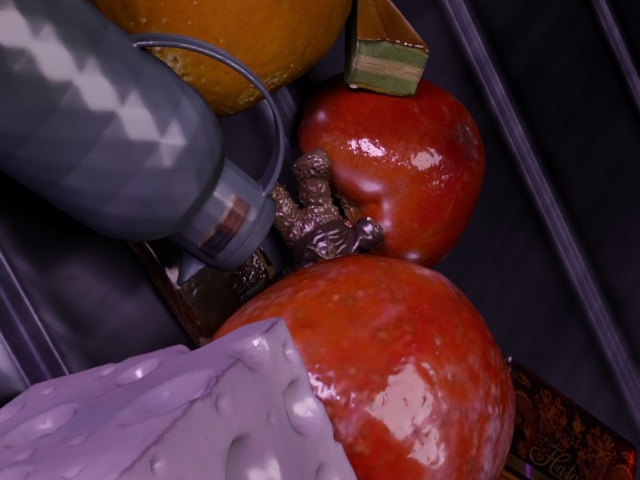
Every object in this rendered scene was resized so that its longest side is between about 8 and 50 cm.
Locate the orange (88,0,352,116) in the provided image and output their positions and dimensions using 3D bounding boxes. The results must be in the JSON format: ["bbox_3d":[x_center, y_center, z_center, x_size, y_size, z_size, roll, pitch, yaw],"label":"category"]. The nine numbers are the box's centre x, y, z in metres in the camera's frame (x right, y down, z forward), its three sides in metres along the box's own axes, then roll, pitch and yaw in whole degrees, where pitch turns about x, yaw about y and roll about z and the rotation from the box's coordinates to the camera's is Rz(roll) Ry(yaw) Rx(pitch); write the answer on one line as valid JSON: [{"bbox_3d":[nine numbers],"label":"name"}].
[{"bbox_3d":[-0.075,-0.272,0.932,0.262,0.196,0.334,69,29,-21],"label":"orange"}]

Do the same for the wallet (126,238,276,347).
[{"bbox_3d":[-0.131,-0.028,0.893,0.122,0.031,0.232,-44,107,-39],"label":"wallet"}]

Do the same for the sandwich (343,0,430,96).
[{"bbox_3d":[0.066,-0.216,1.007,0.074,0.074,0.116,6,56,-8],"label":"sandwich"}]

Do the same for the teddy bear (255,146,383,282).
[{"bbox_3d":[-0.001,-0.001,0.980,0.119,0.078,0.160,-30,87,-5],"label":"teddy bear"}]

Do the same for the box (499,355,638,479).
[{"bbox_3d":[0.202,0.358,1.032,0.264,0.116,0.415,34,55,-30],"label":"box"}]

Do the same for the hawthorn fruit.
[{"bbox_3d":[0.028,0.150,0.841,0.284,0.284,0.284,15,67,-40],"label":"hawthorn fruit"}]

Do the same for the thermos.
[{"bbox_3d":[-0.151,-0.092,0.769,0.286,0.182,0.145,35,14,-26],"label":"thermos"}]

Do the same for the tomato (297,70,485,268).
[{"bbox_3d":[0.097,-0.088,1.055,0.233,0.140,0.200,56,40,-14],"label":"tomato"}]

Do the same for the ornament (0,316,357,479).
[{"bbox_3d":[-0.121,0.224,0.629,0.239,0.240,0.239,66,29,-11],"label":"ornament"}]
